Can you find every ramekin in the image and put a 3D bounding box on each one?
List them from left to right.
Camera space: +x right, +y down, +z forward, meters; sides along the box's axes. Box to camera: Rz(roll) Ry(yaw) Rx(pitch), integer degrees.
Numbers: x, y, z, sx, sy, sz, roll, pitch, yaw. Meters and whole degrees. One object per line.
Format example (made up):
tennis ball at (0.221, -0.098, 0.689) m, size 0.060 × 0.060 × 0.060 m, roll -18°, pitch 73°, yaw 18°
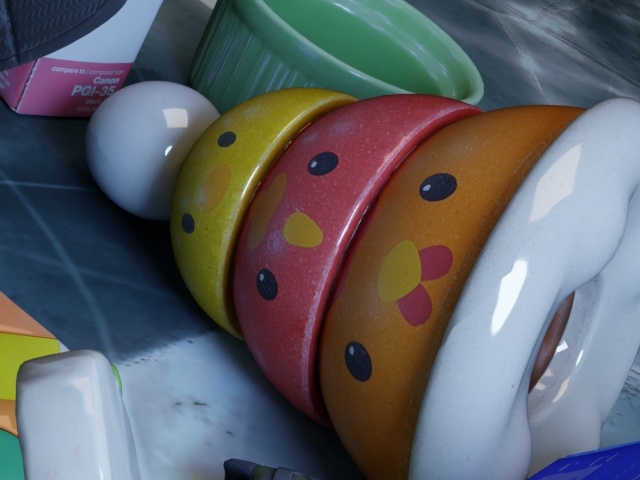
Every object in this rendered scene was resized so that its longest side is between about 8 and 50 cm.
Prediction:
ramekin at (0.008, -0.177, 1.359) m, size 0.303 × 0.148 × 0.303 m, roll 25°, pitch 28°, yaw -14°

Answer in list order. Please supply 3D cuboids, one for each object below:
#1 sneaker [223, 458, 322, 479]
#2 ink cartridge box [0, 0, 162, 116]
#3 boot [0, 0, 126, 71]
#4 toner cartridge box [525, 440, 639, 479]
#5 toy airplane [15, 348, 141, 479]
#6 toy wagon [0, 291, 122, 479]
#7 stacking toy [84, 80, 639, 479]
sneaker at (-0.053, 0.220, 0.697) m, size 0.121 × 0.111 × 0.300 m, roll 20°, pitch 23°, yaw 12°
ink cartridge box at (-0.229, -0.284, 1.142) m, size 0.117 × 0.283 × 0.207 m, roll -3°, pitch 43°, yaw -48°
boot at (-0.316, -0.211, 0.951) m, size 0.378 × 0.138 × 0.284 m, roll -15°, pitch 26°, yaw 5°
toner cartridge box at (0.132, 0.180, 0.661) m, size 0.348 × 0.165 × 0.075 m, roll -14°, pitch 86°, yaw -53°
toy airplane at (-0.021, 0.279, 0.332) m, size 0.384 × 0.273 × 0.386 m, roll -81°, pitch 151°, yaw -49°
toy wagon at (-0.217, 0.143, 0.624) m, size 0.267 × 0.068 × 0.344 m, roll 10°, pitch 40°, yaw -28°
stacking toy at (0.000, 0.000, 0.982) m, size 0.480 × 0.350 × 0.351 m, roll 23°, pitch 21°, yaw 27°
